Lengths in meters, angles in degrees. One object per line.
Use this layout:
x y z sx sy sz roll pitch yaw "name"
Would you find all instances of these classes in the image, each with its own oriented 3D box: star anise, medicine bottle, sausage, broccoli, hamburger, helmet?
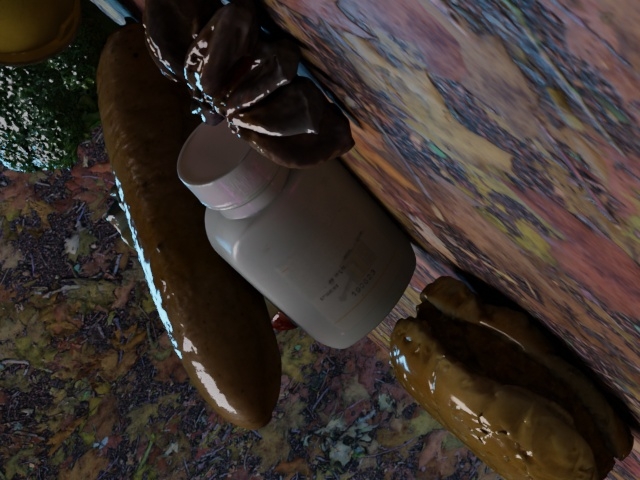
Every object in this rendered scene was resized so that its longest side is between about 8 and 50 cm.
-0.066 -0.140 1.128 0.236 0.093 0.229 39 171 -14 "star anise"
-0.027 -0.016 1.462 0.111 0.161 0.296 32 171 49 "medicine bottle"
-0.156 -0.022 1.542 0.136 0.123 0.501 17 -128 -68 "sausage"
-0.348 -0.237 1.741 0.308 0.275 0.308 38 134 54 "broccoli"
0.202 0.172 1.435 0.283 0.144 0.259 38 175 -19 "hamburger"
-0.353 -0.325 1.480 0.140 0.205 0.257 -58 42 47 "helmet"

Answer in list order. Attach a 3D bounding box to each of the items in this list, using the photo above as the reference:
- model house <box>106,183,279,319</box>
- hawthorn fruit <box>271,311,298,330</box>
-0.164 -0.043 2.087 0.312 0.245 0.280 45 -177 -19 "model house"
-0.050 0.057 2.427 0.202 0.185 0.185 63 180 11 "hawthorn fruit"
